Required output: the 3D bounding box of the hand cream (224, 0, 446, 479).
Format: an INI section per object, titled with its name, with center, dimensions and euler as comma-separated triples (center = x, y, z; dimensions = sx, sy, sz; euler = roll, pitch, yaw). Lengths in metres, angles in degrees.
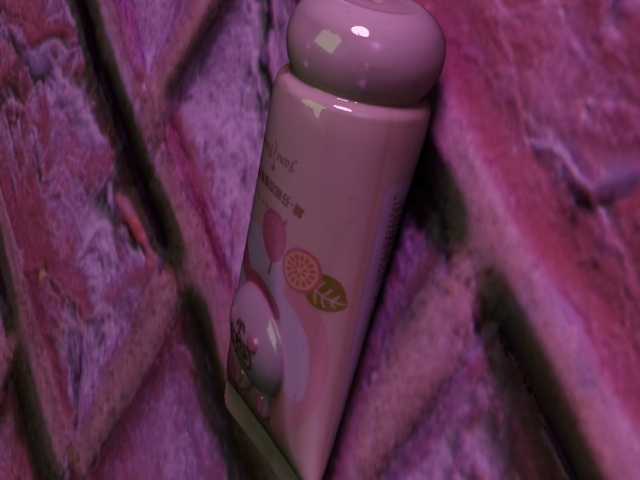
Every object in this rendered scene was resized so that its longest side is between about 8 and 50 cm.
[hand cream]
center = 0.000, 0.000, 1.157
dimensions = 0.147, 0.093, 0.305
euler = 46, 130, 54
